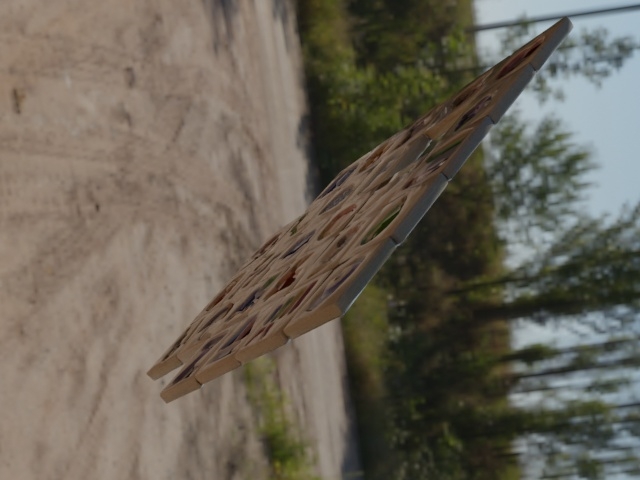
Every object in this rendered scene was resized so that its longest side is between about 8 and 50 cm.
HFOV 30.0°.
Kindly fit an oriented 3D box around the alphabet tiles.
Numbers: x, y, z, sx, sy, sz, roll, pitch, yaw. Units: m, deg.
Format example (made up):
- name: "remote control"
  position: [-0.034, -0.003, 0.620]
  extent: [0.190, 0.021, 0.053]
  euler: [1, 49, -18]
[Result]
- name: "alphabet tiles"
  position: [0.000, 0.000, 0.568]
  extent: [0.009, 0.237, 0.198]
  euler: [46, 55, -8]
